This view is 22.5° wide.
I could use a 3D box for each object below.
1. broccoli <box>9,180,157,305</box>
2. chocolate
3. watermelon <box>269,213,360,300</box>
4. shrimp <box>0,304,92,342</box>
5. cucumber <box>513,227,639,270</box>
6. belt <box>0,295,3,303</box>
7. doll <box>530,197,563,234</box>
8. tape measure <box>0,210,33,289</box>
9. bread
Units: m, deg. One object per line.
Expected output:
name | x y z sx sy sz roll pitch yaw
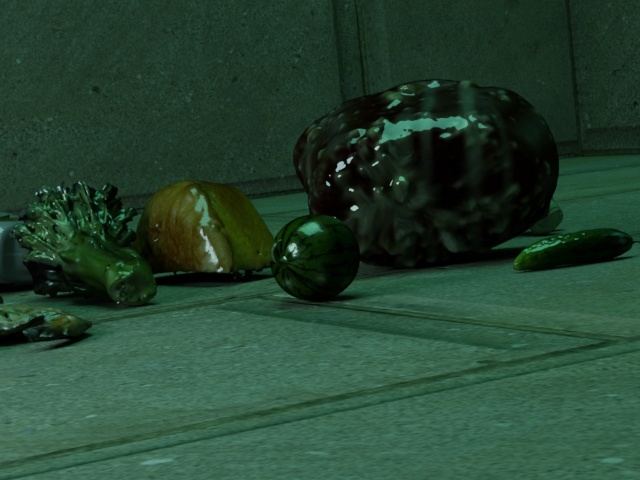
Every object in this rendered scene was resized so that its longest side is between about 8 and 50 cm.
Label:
broccoli | -0.274 0.019 2.001 0.165 0.145 0.304 -12 19 -22
chocolate | 0.130 -0.072 2.016 0.340 0.225 0.210 -6 17 5
watermelon | -0.010 0.021 1.753 0.109 0.109 0.109 -6 5 0
shrimp | -0.344 0.091 1.596 0.169 0.058 0.296 -1 3 25
cucumber | 0.298 0.008 1.849 0.168 0.039 0.039 -9 5 -18
belt | -0.478 0.039 1.785 0.207 0.150 0.257 9 14 40
doll | 0.219 -0.061 2.332 0.275 0.113 0.155 -3 8 25
tape measure | -0.456 0.010 2.275 0.197 0.120 0.236 6 7 42
bread | -0.162 -0.015 2.134 0.129 0.134 0.260 -8 5 -35
